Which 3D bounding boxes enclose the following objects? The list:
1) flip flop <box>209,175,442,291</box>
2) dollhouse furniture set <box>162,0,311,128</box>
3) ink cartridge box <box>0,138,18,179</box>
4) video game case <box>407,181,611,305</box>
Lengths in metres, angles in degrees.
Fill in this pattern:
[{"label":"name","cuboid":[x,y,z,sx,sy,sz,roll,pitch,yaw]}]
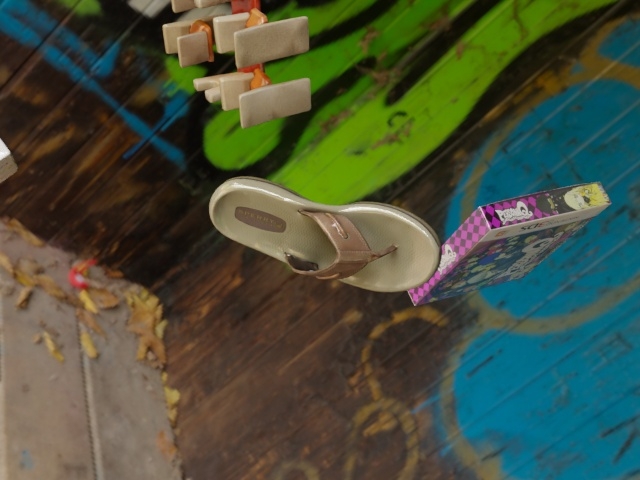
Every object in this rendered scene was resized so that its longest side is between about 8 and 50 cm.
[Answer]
[{"label":"flip flop","cuboid":[0.000,0.000,0.978,0.277,0.112,0.080,17,27,3]},{"label":"dollhouse furniture set","cuboid":[-0.093,-0.298,1.025,0.262,0.135,0.259,46,-33,47]},{"label":"ink cartridge box","cuboid":[-0.537,-0.113,1.313,0.067,0.115,0.198,54,-15,-6]},{"label":"video game case","cuboid":[0.256,0.007,1.187,0.210,0.232,0.042,-11,66,-27]}]
